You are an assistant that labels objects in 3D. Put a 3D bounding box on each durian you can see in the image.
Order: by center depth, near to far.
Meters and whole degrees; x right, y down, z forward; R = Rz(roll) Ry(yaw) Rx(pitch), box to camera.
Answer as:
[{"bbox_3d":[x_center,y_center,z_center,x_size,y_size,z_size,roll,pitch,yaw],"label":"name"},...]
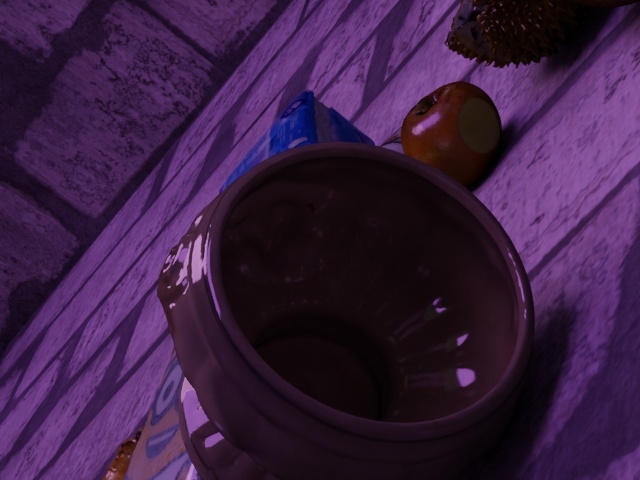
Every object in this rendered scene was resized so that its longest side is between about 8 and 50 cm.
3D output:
[{"bbox_3d":[0.236,-0.293,1.969,0.193,0.138,0.237,-4,-67,-89],"label":"durian"}]

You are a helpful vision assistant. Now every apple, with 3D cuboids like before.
[{"bbox_3d":[0.144,-0.113,1.963,0.099,0.102,0.114,-15,32,51],"label":"apple"}]

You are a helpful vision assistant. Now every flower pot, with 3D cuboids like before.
[{"bbox_3d":[0.005,0.096,1.502,0.244,0.307,0.307,117,178,-50],"label":"flower pot"}]

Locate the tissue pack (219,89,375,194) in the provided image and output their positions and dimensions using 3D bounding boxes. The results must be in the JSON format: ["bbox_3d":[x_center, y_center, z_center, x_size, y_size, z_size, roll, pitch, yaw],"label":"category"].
[{"bbox_3d":[-0.028,-0.052,2.309,0.198,0.146,0.263,-50,12,14],"label":"tissue pack"}]

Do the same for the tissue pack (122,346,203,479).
[{"bbox_3d":[-0.094,0.187,1.882,0.228,0.128,0.311,-28,37,58],"label":"tissue pack"}]

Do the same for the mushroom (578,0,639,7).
[{"bbox_3d":[0.315,-0.360,1.787,0.267,0.254,0.267,-32,52,53],"label":"mushroom"}]

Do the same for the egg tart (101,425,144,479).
[{"bbox_3d":[-0.229,0.325,2.190,0.212,0.090,0.212,-53,11,14],"label":"egg tart"}]

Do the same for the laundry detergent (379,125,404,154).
[{"bbox_3d":[0.073,-0.066,2.026,0.099,0.070,0.226,-21,19,51],"label":"laundry detergent"}]
